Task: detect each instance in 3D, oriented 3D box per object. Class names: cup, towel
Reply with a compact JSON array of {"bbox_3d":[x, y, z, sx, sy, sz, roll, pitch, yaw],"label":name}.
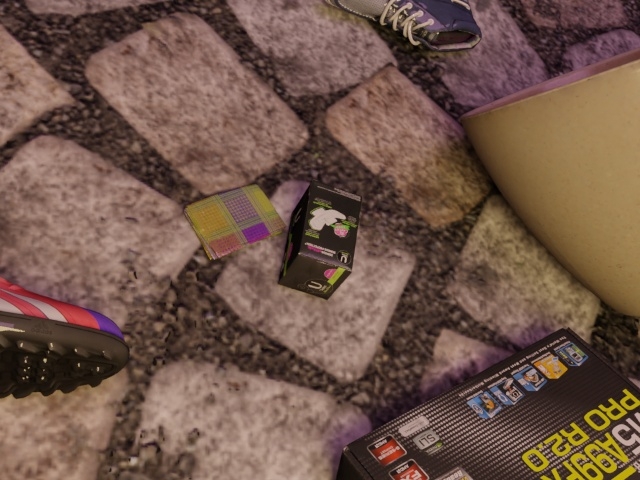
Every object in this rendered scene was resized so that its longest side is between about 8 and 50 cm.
[{"bbox_3d":[0.329,-0.065,0.821,0.331,0.331,0.237,-23,97,-31],"label":"cup"},{"bbox_3d":[-0.079,-0.019,0.786,0.083,0.009,0.060,-24,70,-32],"label":"towel"}]

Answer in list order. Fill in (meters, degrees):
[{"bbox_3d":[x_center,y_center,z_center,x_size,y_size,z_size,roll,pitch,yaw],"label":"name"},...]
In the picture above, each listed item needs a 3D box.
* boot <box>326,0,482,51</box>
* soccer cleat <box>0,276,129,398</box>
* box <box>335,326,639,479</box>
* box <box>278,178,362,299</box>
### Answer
[{"bbox_3d":[0.097,-0.263,0.968,0.190,0.069,0.086,-4,59,-26],"label":"boot"},{"bbox_3d":[-0.294,0.036,0.612,0.318,0.108,0.116,9,53,-14],"label":"soccer cleat"},{"bbox_3d":[0.180,0.201,0.681,0.270,0.060,0.216,-21,48,-30],"label":"box"},{"bbox_3d":[0.000,0.000,0.773,0.052,0.062,0.083,19,54,-12],"label":"box"}]
